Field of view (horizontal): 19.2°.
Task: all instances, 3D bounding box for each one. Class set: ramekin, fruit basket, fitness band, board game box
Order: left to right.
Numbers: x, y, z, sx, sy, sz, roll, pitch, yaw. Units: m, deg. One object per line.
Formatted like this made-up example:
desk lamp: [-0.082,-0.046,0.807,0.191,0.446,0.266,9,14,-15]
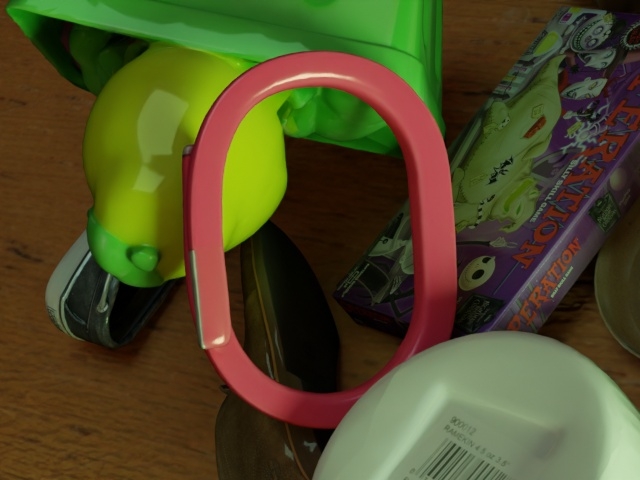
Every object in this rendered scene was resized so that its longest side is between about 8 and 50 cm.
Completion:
fruit basket: [-0.084,-0.116,1.619,0.392,0.283,0.392,-2,77,9]
fitness band: [0.000,0.000,1.456,0.209,0.290,0.054,-3,0,-13]
ramekin: [0.124,0.198,1.355,0.277,0.135,0.277,-20,44,21]
board game box: [0.180,-0.053,1.590,0.347,0.056,0.208,-51,37,-15]

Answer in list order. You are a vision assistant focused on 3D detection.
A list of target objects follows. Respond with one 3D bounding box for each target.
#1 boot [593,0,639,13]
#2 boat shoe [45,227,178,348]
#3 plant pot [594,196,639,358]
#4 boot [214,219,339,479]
boot: [0.331,-0.332,1.735,0.283,0.109,0.220,-36,35,11]
boat shoe: [-0.141,-0.032,1.779,0.102,0.108,0.301,17,67,44]
plant pot: [0.327,0.013,1.458,0.236,0.032,0.236,-20,43,20]
boot: [-0.048,0.106,1.594,0.115,0.112,0.305,-33,42,22]
